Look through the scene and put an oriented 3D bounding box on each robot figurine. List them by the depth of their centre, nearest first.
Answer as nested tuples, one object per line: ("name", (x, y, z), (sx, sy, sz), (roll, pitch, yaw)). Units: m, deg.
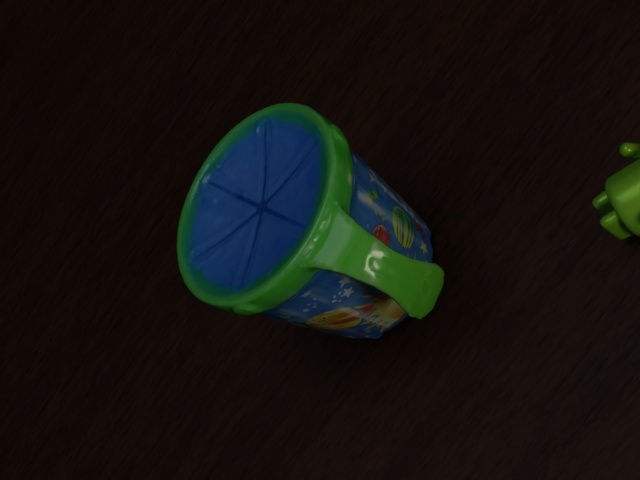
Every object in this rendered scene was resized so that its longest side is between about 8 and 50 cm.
("robot figurine", (0.317, -0.048, 1.004), (0.115, 0.067, 0.101), (-34, 45, 27))

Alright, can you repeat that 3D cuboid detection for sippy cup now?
("sippy cup", (0.000, 0.000, 1.177), (0.240, 0.224, 0.305), (-38, 45, 25))
